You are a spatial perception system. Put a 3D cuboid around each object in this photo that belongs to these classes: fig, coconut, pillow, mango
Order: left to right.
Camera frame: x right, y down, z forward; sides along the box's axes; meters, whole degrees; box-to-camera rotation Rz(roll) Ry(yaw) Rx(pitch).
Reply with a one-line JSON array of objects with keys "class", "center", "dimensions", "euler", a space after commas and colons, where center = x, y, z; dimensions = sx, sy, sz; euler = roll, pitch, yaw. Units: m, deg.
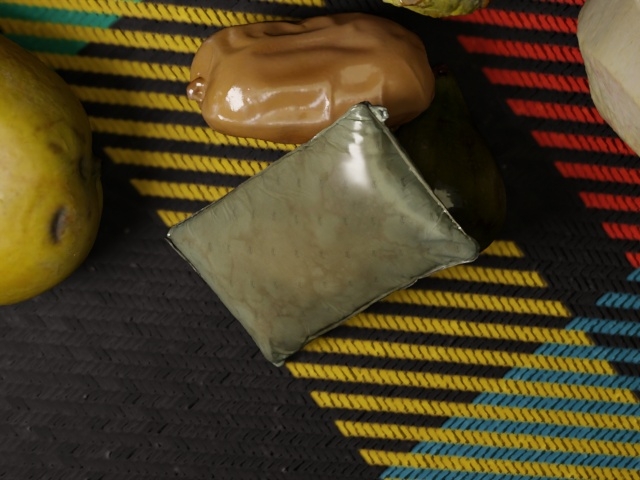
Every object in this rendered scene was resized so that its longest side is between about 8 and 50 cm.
[{"class": "mango", "center": [-0.370, -0.091, 1.661], "dimensions": [0.365, 0.182, 0.253], "euler": [35, 99, -1]}, {"class": "pillow", "center": [0.000, 0.000, 1.701], "dimensions": [0.302, 0.075, 0.185], "euler": [-32, 101, 38]}, {"class": "fig", "center": [0.118, -0.072, 1.760], "dimensions": [0.132, 0.185, 0.127], "euler": [7, 139, -9]}, {"class": "coconut", "center": [0.368, -0.187, 1.672], "dimensions": [0.259, 0.259, 0.259], "euler": [-1, 102, -6]}]

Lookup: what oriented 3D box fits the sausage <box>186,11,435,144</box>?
[{"class": "sausage", "center": [-0.009, -0.156, 1.704], "dimensions": [0.241, 0.136, 0.120], "euler": [-5, 109, -1]}]

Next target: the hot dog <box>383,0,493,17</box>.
[{"class": "hot dog", "center": [0.162, -0.295, 1.713], "dimensions": [0.261, 0.093, 0.123], "euler": [-26, 95, -16]}]
